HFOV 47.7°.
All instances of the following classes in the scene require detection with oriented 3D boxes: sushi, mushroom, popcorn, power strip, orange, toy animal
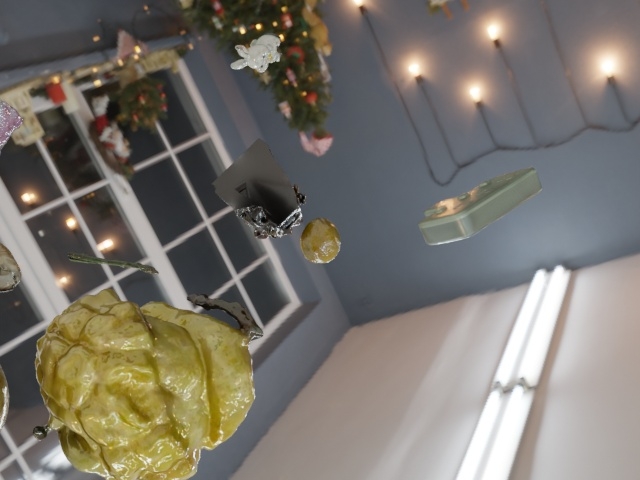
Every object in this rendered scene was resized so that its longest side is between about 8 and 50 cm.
[{"bbox_3d":[-0.112,-0.082,1.545,0.153,0.172,0.150,-46,161,-16],"label":"sushi"},{"bbox_3d":[-0.632,0.028,1.297,0.094,0.210,0.072,-83,-165,-49],"label":"mushroom"},{"bbox_3d":[-0.275,0.221,1.199,0.382,0.349,0.349,-32,-169,-2],"label":"popcorn"},{"bbox_3d":[0.293,-0.064,1.434,0.265,0.059,0.194,-29,-172,-36],"label":"power strip"},{"bbox_3d":[0.000,0.000,1.494,0.085,0.095,0.085,1,-174,0],"label":"orange"},{"bbox_3d":[-0.147,-0.448,1.736,0.124,0.085,0.071,-57,177,-40],"label":"toy animal"}]

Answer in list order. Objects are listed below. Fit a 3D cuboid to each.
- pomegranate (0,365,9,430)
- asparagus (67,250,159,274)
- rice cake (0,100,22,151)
[{"bbox_3d":[-0.627,0.261,1.090,0.319,0.319,0.319,-24,-169,5],"label":"pomegranate"},{"bbox_3d":[-0.488,0.054,1.711,0.233,0.023,0.022,9,162,10],"label":"asparagus"},{"bbox_3d":[-0.502,-0.071,0.992,0.290,0.051,0.081,-63,-174,-20],"label":"rice cake"}]
